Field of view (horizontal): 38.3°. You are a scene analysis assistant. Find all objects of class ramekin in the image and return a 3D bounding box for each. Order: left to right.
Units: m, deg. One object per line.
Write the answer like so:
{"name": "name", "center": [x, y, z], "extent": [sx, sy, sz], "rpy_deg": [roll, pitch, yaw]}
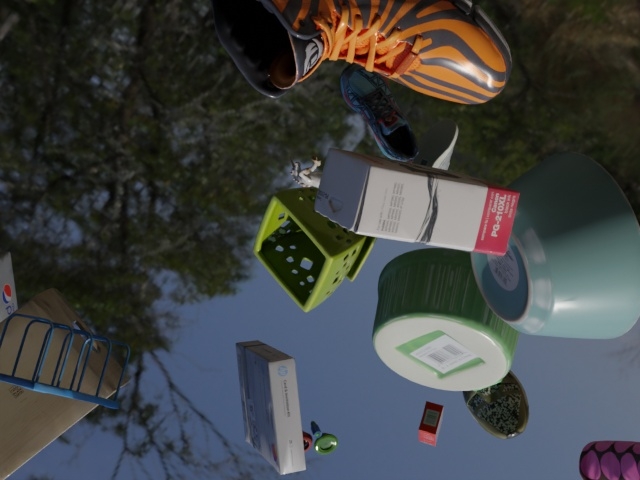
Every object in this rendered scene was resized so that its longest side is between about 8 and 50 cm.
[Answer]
{"name": "ramekin", "center": [0.246, 0.165, 1.799], "extent": [0.303, 0.303, 0.148], "rpy_deg": [34, -130, -21]}

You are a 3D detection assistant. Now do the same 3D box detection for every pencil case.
{"name": "pencil case", "center": [0.534, 0.396, 1.581], "extent": [0.095, 0.098, 0.209], "rpy_deg": [31, 161, -8]}

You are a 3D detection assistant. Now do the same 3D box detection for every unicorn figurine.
{"name": "unicorn figurine", "center": [-0.004, -0.129, 1.834], "extent": [0.162, 0.060, 0.111], "rpy_deg": [31, 159, 6]}

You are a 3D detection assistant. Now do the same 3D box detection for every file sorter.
{"name": "file sorter", "center": [-0.395, 0.184, 1.406], "extent": [0.118, 0.104, 0.170], "rpy_deg": [4, 165, 35]}

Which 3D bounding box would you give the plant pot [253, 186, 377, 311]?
{"name": "plant pot", "center": [0.000, 0.000, 2.243], "extent": [0.207, 0.227, 0.228], "rpy_deg": [-24, -117, -36]}

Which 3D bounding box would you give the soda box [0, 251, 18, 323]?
{"name": "soda box", "center": [-0.761, 0.172, 2.131], "extent": [0.091, 0.286, 0.098], "rpy_deg": [0, -163, 8]}

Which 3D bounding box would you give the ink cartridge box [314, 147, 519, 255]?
{"name": "ink cartridge box", "center": [0.133, -0.057, 1.323], "extent": [0.237, 0.100, 0.172], "rpy_deg": [8, -171, -21]}

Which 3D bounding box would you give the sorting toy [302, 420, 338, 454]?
{"name": "sorting toy", "center": [-0.016, 0.399, 1.874], "extent": [0.102, 0.061, 0.042], "rpy_deg": [6, -154, -20]}

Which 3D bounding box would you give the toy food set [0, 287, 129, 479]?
{"name": "toy food set", "center": [-0.525, 0.259, 1.633], "extent": [0.219, 0.306, 0.092], "rpy_deg": [51, 178, 2]}

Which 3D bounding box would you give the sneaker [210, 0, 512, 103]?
{"name": "sneaker", "center": [0.026, -0.184, 0.872], "extent": [0.321, 0.124, 0.180], "rpy_deg": [25, -132, -7]}

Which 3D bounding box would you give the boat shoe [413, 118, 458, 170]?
{"name": "boat shoe", "center": [0.277, -0.190, 2.276], "extent": [0.079, 0.227, 0.081], "rpy_deg": [27, 179, 31]}

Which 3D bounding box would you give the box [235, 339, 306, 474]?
{"name": "box", "center": [-0.070, 0.216, 1.229], "extent": [0.038, 0.145, 0.186], "rpy_deg": [-7, -178, -17]}

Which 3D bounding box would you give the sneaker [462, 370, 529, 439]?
{"name": "sneaker", "center": [0.393, 0.308, 2.337], "extent": [0.182, 0.158, 0.410], "rpy_deg": [38, -154, -61]}

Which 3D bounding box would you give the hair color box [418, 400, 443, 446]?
{"name": "hair color box", "center": [0.253, 0.420, 2.108], "extent": [0.043, 0.072, 0.141], "rpy_deg": [14, 159, 13]}

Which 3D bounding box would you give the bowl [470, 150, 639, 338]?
{"name": "bowl", "center": [0.351, 0.028, 1.460], "extent": [0.163, 0.311, 0.311], "rpy_deg": [-15, -142, -18]}

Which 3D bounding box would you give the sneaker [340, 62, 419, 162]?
{"name": "sneaker", "center": [0.145, -0.284, 2.041], "extent": [0.262, 0.104, 0.125], "rpy_deg": [51, 179, -24]}
